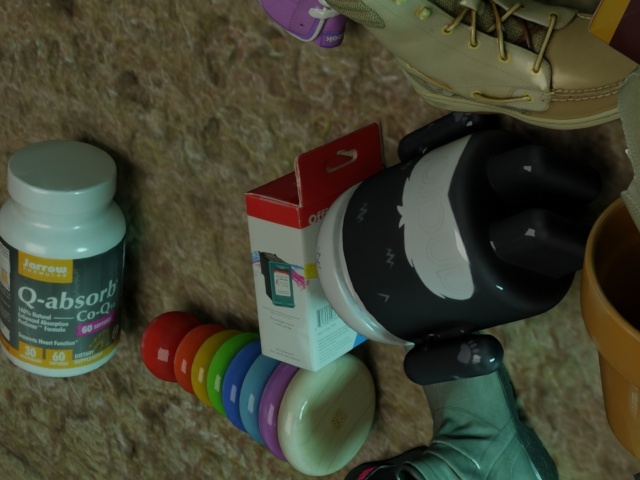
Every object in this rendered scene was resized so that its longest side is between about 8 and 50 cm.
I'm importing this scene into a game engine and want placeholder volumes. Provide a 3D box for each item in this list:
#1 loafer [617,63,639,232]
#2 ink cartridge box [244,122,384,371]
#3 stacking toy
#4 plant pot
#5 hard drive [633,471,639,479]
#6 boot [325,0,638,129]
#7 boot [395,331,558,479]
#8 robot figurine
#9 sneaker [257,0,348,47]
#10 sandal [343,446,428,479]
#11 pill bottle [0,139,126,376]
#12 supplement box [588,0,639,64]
[{"bbox_3d":[0.260,-0.011,0.789,0.092,0.102,0.269,-10,83,59],"label":"loafer"},{"bbox_3d":[0.000,0.000,1.205,0.078,0.134,0.231,15,119,38],"label":"ink cartridge box"},{"bbox_3d":[-0.097,0.162,1.388,0.330,0.141,0.141,14,120,42],"label":"stacking toy"},{"bbox_3d":[0.305,0.084,0.938,0.205,0.205,0.188,30,144,29],"label":"plant pot"},{"bbox_3d":[0.413,0.250,1.007,0.254,0.054,0.172,-19,97,46],"label":"hard drive"},{"bbox_3d":[0.135,-0.179,0.946,0.262,0.203,0.095,12,74,43],"label":"boot"},{"bbox_3d":[0.128,0.193,1.164,0.083,0.161,0.246,-37,84,46],"label":"boot"},{"bbox_3d":[0.122,0.001,1.070,0.278,0.209,0.173,-21,112,46],"label":"robot figurine"},{"bbox_3d":[0.038,-0.253,1.082,0.282,0.102,0.161,19,130,43],"label":"sneaker"},{"bbox_3d":[0.071,0.284,1.350,0.067,0.040,0.179,56,136,6],"label":"sandal"},{"bbox_3d":[-0.332,0.024,1.506,0.162,0.162,0.278,29,128,29],"label":"pill bottle"},{"bbox_3d":[0.328,-0.188,0.810,0.194,0.129,0.191,38,132,22],"label":"supplement box"}]
